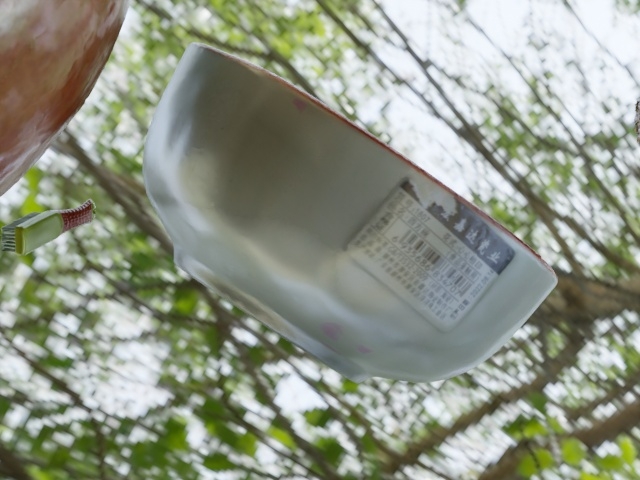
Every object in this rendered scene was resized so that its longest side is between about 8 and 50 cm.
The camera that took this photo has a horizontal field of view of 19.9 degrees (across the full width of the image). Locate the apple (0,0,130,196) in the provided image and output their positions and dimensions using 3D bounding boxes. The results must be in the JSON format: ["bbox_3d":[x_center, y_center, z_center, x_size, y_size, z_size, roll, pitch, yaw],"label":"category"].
[{"bbox_3d":[-0.219,-0.140,0.798,0.301,0.301,0.301,-11,-116,23],"label":"apple"}]

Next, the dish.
[{"bbox_3d":[0.000,0.000,1.056,0.256,0.256,0.117,33,-91,34],"label":"dish"}]

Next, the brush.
[{"bbox_3d":[-0.162,-0.010,1.094,0.021,0.083,0.018,8,-71,25],"label":"brush"}]

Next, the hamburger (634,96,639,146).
[{"bbox_3d":[0.284,-0.093,1.281,0.166,0.087,0.137,-44,-123,44],"label":"hamburger"}]
